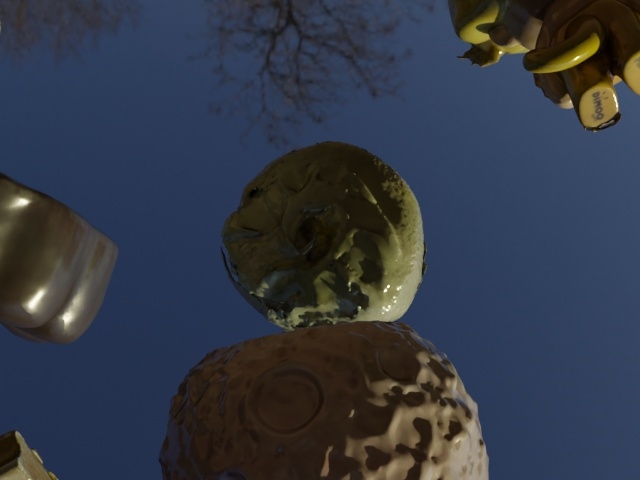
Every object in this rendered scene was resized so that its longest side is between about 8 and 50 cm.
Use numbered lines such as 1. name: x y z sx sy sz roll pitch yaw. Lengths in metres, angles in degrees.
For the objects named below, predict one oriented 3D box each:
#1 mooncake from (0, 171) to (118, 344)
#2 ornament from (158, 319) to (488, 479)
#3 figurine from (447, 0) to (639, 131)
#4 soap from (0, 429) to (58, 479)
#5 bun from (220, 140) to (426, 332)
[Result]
1. mooncake: -0.385 0.008 1.177 0.306 0.306 0.154 17 -102 3
2. ornament: 0.006 0.185 0.823 0.259 0.259 0.225 -5 -103 -22
3. figurine: 0.160 -0.170 0.726 0.131 0.156 0.246 40 -162 -34
4. soap: -0.404 0.318 1.151 0.232 0.140 0.073 -26 -147 -2
5. bun: 0.000 0.000 1.192 0.239 0.239 0.141 30 180 18
